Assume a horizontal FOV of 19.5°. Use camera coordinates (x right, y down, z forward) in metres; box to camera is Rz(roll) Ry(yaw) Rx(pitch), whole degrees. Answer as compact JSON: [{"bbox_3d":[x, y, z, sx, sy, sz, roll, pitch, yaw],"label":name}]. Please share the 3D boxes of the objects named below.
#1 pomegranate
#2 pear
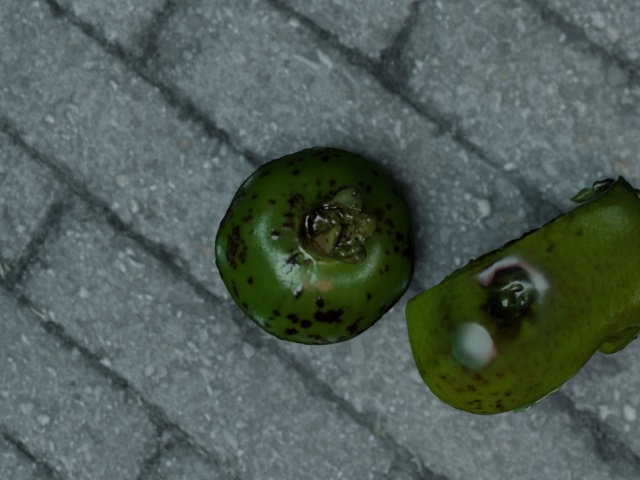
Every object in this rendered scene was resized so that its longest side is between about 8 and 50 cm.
[{"bbox_3d":[0.000,0.000,1.916,0.211,0.263,0.211,1,78,-6],"label":"pomegranate"},{"bbox_3d":[0.216,0.067,1.822,0.238,0.255,0.164,-31,87,23],"label":"pear"}]
